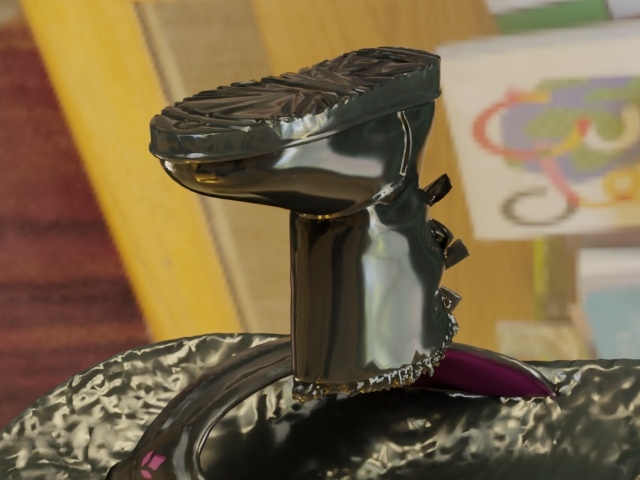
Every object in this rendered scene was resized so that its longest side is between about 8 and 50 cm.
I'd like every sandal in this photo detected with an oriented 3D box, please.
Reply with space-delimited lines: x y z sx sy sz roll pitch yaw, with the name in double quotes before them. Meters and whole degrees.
"sandal" 0.040 0.103 0.901 0.445 0.168 0.107 -4 150 3

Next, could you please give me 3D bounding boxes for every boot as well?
"boot" -0.001 0.000 0.570 0.045 0.121 0.099 13 112 36
